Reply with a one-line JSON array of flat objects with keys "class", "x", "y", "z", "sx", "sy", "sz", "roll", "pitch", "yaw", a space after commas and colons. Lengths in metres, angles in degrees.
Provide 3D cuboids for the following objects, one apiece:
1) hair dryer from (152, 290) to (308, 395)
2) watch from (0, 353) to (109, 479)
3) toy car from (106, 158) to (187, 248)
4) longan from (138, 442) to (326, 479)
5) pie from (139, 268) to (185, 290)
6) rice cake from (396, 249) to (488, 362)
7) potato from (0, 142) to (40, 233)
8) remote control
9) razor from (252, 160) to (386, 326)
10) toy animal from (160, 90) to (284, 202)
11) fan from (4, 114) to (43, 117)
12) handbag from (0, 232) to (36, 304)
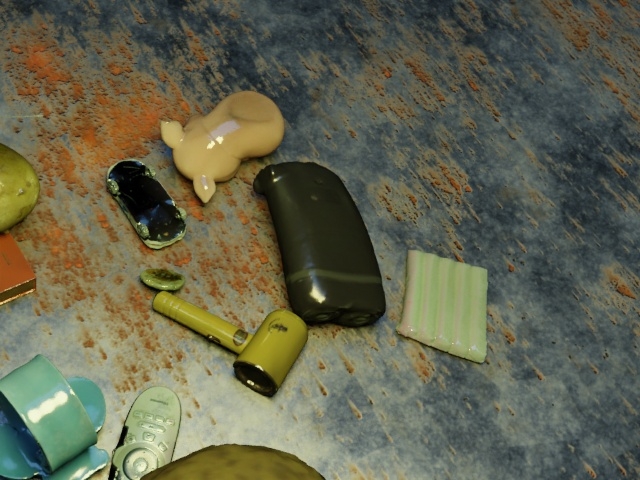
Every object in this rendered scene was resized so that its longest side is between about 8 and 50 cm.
[{"class": "hair dryer", "x": -0.168, "y": 0.154, "z": 1.711, "sx": 0.278, "sy": 0.090, "sz": 0.135, "roll": 25, "pitch": 56, "yaw": 11}, {"class": "watch", "x": -0.423, "y": 0.283, "z": 1.495, "sx": 0.211, "sy": 0.193, "sz": 0.211, "roll": 5, "pitch": 57, "yaw": -7}, {"class": "toy car", "x": -0.334, "y": -0.072, "z": 1.828, "sx": 0.095, "sy": 0.056, "sz": 0.205, "roll": -27, "pitch": 64, "yaw": -26}, {"class": "longan", "x": -0.125, "y": 0.478, "z": 1.339, "sx": 0.391, "sy": 0.391, "sz": 0.391, "roll": 6, "pitch": 57, "yaw": -9}, {"class": "pie", "x": -0.289, "y": 0.070, "z": 1.750, "sx": 0.085, "sy": 0.017, "sz": 0.085, "roll": 10, "pitch": 18, "yaw": -3}, {"class": "rice cake", "x": 0.241, "y": 0.122, "z": 1.848, "sx": 0.189, "sy": 0.037, "sz": 0.198, "roll": 18, "pitch": 56, "yaw": -2}, {"class": "potato", "x": -0.642, "y": -0.097, "z": 1.685, "sx": 0.307, "sy": 0.173, "sz": 0.210, "roll": 8, "pitch": 25, "yaw": 13}, {"class": "remote control", "x": -0.293, "y": 0.359, "z": 1.568, "sx": 0.097, "sy": 0.045, "sz": 0.256, "roll": 16, "pitch": 59, "yaw": -1}, {"class": "razor", "x": 0.001, "y": 0.000, "z": 1.807, "sx": 0.204, "sy": 0.113, "sz": 0.349, "roll": 6, "pitch": 53, "yaw": -36}, {"class": "toy animal", "x": -0.182, "y": -0.200, "z": 1.888, "sx": 0.250, "sy": 0.154, "sz": 0.166, "roll": -36, "pitch": 80, "yaw": -27}, {"class": "fan", "x": -0.684, "y": -0.233, "z": 1.820, "sx": 0.310, "sy": 0.010, "sz": 0.182, "roll": -4, "pitch": 34, "yaw": -5}, {"class": "handbag", "x": -0.613, "y": 0.065, "z": 1.674, "sx": 0.190, "sy": 0.063, "sz": 0.127, "roll": -24, "pitch": 66, "yaw": -28}]
